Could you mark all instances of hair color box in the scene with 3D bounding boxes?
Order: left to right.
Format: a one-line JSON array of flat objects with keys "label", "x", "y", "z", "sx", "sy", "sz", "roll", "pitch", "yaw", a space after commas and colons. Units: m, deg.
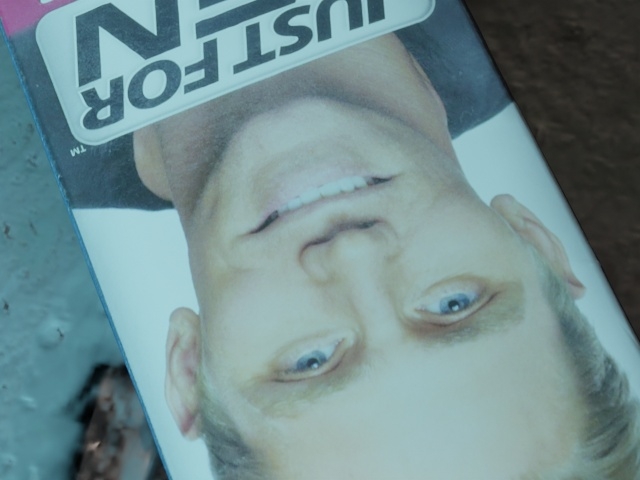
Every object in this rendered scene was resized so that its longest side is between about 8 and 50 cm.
[{"label": "hair color box", "x": 0.000, "y": 0.000, "z": 0.739, "sx": 0.174, "sy": 0.105, "sz": 0.347, "roll": -22, "pitch": 65, "yaw": -5}]
